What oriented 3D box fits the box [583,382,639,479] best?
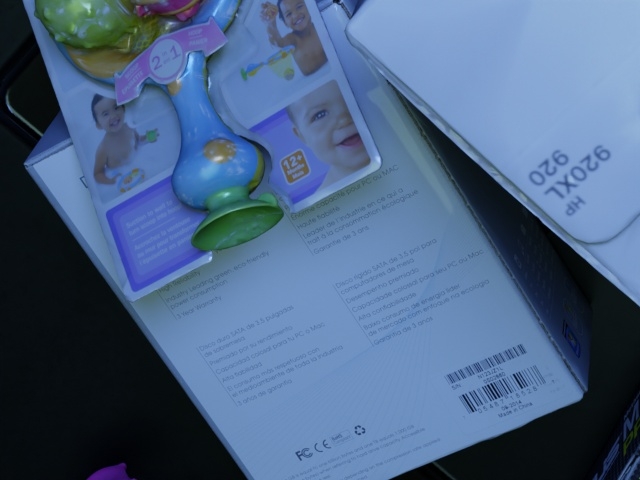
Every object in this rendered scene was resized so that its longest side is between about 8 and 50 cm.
[{"bbox_3d":[0.289,0.127,0.979,0.270,0.060,0.216,22,118,-2],"label":"box"}]

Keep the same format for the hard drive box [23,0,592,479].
[{"bbox_3d":[0.000,0.000,0.947,0.181,0.089,0.232,-25,111,21],"label":"hard drive box"}]

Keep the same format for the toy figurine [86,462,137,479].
[{"bbox_3d":[-0.069,0.183,1.056,0.159,0.130,0.173,21,166,19],"label":"toy figurine"}]

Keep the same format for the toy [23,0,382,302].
[{"bbox_3d":[-0.079,-0.108,0.851,0.137,0.056,0.237,-28,75,20],"label":"toy"}]

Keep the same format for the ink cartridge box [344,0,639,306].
[{"bbox_3d":[0.137,-0.125,0.773,0.168,0.233,0.171,40,117,-12],"label":"ink cartridge box"}]
